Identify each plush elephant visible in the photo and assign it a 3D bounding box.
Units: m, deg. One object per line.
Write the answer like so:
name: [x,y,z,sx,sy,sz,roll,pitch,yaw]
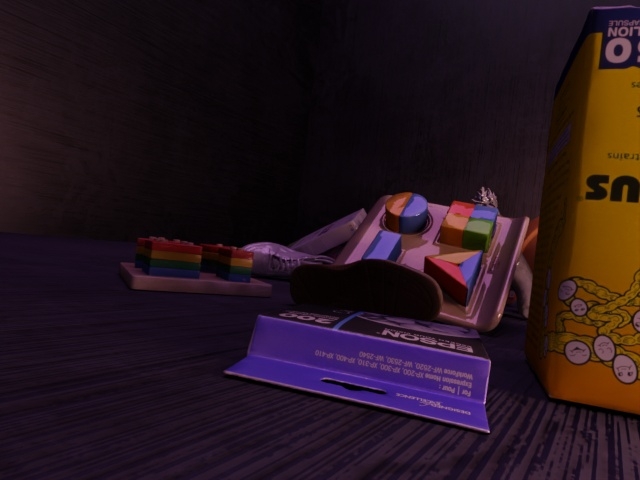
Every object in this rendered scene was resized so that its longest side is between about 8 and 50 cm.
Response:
plush elephant: [0.345,0.046,1.115,0.255,0.330,0.271,-32,-49,32]

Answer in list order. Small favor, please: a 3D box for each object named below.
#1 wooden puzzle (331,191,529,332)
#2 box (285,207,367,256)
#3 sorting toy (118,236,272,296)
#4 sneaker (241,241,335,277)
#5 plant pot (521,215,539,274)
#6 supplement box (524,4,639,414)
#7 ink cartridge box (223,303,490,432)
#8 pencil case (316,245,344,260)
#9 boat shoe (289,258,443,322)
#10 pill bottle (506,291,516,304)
wooden puzzle: [0.208,0.007,0.896,0.347,0.081,0.322,10,43,29]
box: [0.000,0.000,1.515,0.321,0.059,0.232,-24,6,18]
sorting toy: [-0.261,0.047,0.922,0.257,0.090,0.255,7,-1,-29]
sneaker: [-0.082,0.065,1.288,0.292,0.108,0.169,9,-5,-27]
plant pot: [0.645,0.081,1.122,0.290,0.291,0.203,7,15,4]
supplement box: [0.340,-0.020,0.456,0.194,0.357,0.195,6,-1,19]
ink cartridge box: [0.048,0.102,0.426,0.206,0.045,0.208,7,1,15]
pencil case: [0.078,0.081,1.441,0.124,0.124,0.284,7,-2,-22]
boat shoe: [0.077,0.079,0.752,0.285,0.105,0.089,6,1,39]
pill bottle: [0.523,0.150,1.381,0.151,0.086,0.086,8,-1,-18]
